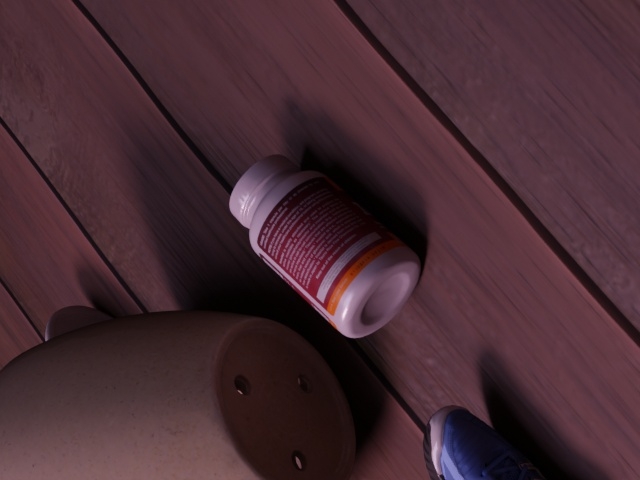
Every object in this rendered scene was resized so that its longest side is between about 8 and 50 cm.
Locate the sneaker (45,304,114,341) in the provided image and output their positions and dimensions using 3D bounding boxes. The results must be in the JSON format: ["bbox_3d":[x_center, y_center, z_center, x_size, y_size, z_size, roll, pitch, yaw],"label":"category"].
[{"bbox_3d":[-0.228,0.205,1.520,0.296,0.104,0.147,49,140,38],"label":"sneaker"}]

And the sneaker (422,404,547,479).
[{"bbox_3d":[0.163,0.206,1.057,0.211,0.080,0.081,49,141,0],"label":"sneaker"}]

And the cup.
[{"bbox_3d":[-0.109,0.193,1.237,0.237,0.331,0.331,-32,87,35],"label":"cup"}]

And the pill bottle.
[{"bbox_3d":[0.000,0.000,1.103,0.152,0.086,0.086,42,143,26],"label":"pill bottle"}]
